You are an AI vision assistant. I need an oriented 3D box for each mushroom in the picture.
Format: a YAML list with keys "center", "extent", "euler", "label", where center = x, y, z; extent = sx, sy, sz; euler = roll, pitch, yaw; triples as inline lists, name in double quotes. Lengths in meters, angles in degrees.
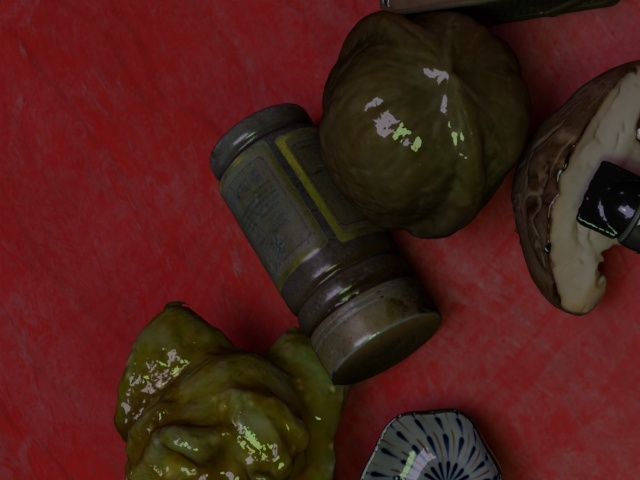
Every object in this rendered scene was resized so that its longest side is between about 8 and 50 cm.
- center: [0.283, -0.072, 1.623]
  extent: [0.151, 0.156, 0.286]
  euler: [37, 111, 58]
  label: "mushroom"

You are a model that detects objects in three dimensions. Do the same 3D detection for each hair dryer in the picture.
- center: [0.400, -0.088, 1.538]
  extent: [0.195, 0.078, 0.248]
  euler: [26, 84, -1]
  label: "hair dryer"

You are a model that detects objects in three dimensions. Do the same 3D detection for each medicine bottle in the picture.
- center: [0.000, 0.000, 1.784]
  extent: [0.151, 0.151, 0.322]
  euler: [-42, 68, 27]
  label: "medicine bottle"

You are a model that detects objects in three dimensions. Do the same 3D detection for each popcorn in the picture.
- center: [-0.131, 0.236, 1.801]
  extent: [0.321, 0.290, 0.326]
  euler: [-22, 97, 30]
  label: "popcorn"

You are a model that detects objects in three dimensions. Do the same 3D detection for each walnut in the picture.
- center: [0.107, -0.129, 1.653]
  extent: [0.283, 0.227, 0.283]
  euler: [54, 157, 35]
  label: "walnut"

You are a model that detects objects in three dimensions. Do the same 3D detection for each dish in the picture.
- center: [0.140, 0.289, 1.731]
  extent: [0.190, 0.066, 0.191]
  euler: [-10, 71, 31]
  label: "dish"

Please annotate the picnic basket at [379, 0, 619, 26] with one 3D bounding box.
- center: [0.201, -0.333, 1.656]
  extent: [0.266, 0.139, 0.165]
  euler: [-4, 88, 34]
  label: "picnic basket"
